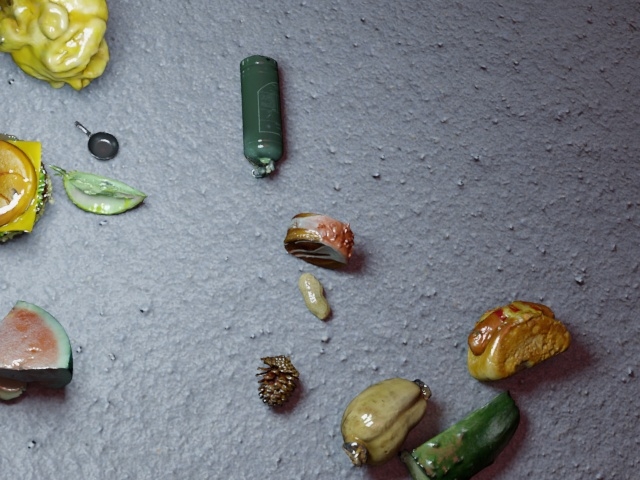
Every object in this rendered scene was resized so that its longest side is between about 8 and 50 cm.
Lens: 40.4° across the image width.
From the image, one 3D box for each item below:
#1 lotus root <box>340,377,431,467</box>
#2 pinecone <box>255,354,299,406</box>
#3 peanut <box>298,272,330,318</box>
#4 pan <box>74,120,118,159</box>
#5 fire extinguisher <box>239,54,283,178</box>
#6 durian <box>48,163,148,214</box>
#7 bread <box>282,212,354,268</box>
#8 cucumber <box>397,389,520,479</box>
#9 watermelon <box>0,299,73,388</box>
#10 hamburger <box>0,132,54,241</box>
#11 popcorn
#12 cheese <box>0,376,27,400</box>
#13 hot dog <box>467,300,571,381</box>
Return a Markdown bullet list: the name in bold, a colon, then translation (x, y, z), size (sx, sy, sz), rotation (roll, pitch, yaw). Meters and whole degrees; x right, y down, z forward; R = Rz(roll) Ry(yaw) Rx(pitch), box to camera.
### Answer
- **lotus root**: translation (0.134, 0.394, 1.885), size (0.257, 0.140, 0.154), rotation (-32, 113, -31)
- **pinecone**: translation (-0.091, 0.301, 1.868), size (0.102, 0.102, 0.109), rotation (3, 75, -16)
- **peanut**: translation (-0.014, 0.126, 1.974), size (0.054, 0.054, 0.113), rotation (-22, 83, -22)
- **pan**: translation (-0.506, -0.226, 1.952), size (0.115, 0.023, 0.068), rotation (41, 67, -4)
- **fire extinguisher**: translation (-0.139, -0.279, 2.036), size (0.095, 0.114, 0.311), rotation (-7, 75, 11)
- **durian**: translation (-0.486, -0.115, 1.881), size (0.215, 0.100, 0.086), rotation (14, 66, -22)
- **bread**: translation (0.000, 0.000, 1.962), size (0.160, 0.160, 0.073), rotation (23, 64, -9)
- **cucumber**: translation (0.342, 0.450, 1.951), size (0.325, 0.105, 0.145), rotation (-27, 81, -25)
- **watermelon**: translation (-0.564, 0.196, 1.694), size (0.136, 0.202, 0.207), rotation (-36, 74, 15)
- **hamburger**: translation (-0.684, -0.102, 1.794), size (0.261, 0.139, 0.243), rotation (7, 70, -9)
- **popcorn**: translation (-0.591, -0.469, 1.860), size (0.281, 0.297, 0.316), rotation (-40, 120, -38)
- **cheese**: translation (-0.635, 0.236, 1.751), size (0.092, 0.047, 0.171), rotation (-9, 75, -21)
- **hot dog**: translation (0.453, 0.222, 2.037), size (0.256, 0.150, 0.153), rotation (-19, 89, -21)
